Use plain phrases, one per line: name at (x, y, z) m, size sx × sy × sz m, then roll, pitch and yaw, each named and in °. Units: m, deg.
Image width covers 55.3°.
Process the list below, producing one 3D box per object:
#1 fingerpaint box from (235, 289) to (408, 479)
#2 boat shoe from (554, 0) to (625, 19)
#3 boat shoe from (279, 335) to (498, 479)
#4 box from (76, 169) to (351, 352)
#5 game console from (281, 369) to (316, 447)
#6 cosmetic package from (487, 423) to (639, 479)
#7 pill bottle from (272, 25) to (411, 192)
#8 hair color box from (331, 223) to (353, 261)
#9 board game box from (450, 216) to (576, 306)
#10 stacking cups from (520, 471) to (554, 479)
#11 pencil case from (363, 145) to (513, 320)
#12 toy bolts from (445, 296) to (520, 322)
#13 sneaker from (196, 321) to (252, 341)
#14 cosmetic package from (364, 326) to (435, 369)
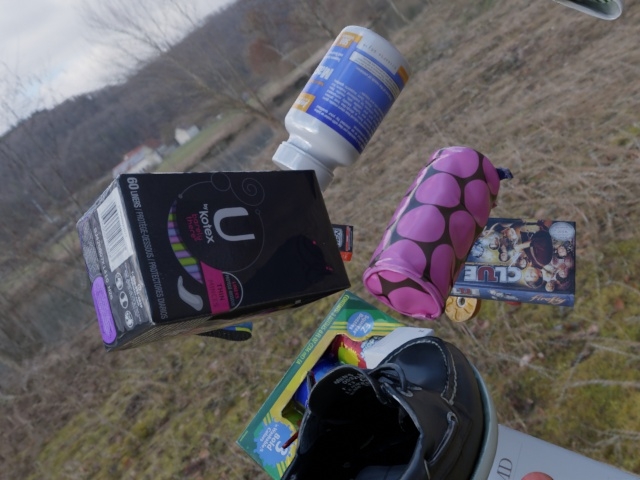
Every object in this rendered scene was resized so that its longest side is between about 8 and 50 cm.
fingerpaint box at (0.089, 0.396, 1.380) m, size 0.371 × 0.163 × 0.445 m, roll 31°, pitch 79°, yaw 35°
boat shoe at (0.324, -0.363, 0.817) m, size 0.083 × 0.226 × 0.076 m, roll 133°, pitch 145°, yaw -63°
boat shoe at (0.032, 0.143, 0.420) m, size 0.127 × 0.113 × 0.340 m, roll -22°, pitch 14°, yaw 34°
box at (-0.122, 0.017, 0.731) m, size 0.270 × 0.165 × 0.143 m, roll -8°, pitch -14°, yaw -41°
game console at (-0.043, 0.323, 1.160) m, size 0.085 × 0.124 × 0.144 m, roll -11°, pitch -19°, yaw -7°
cosmetic package at (0.504, 0.668, 1.314) m, size 0.328 × 0.393 × 0.330 m, roll 86°, pitch -153°, yaw -52°
pill bottle at (0.031, -0.228, 1.093) m, size 0.272 × 0.152 × 0.152 m, roll -57°, pitch 15°, yaw -2°
hair color box at (0.000, 0.000, 1.343) m, size 0.043 × 0.141 × 0.072 m, roll 100°, pitch 174°, yaw -60°
board game box at (0.346, 0.034, 1.143) m, size 0.243 × 0.042 × 0.165 m, roll 3°, pitch 55°, yaw 18°
stacking cups at (0.332, 0.409, 0.848) m, size 0.096 × 0.096 × 0.316 m, roll -33°, pitch -9°, yaw 11°
pencil case at (0.127, -0.008, 0.650) m, size 0.095 × 0.098 × 0.209 m, roll -6°, pitch 38°, yaw 46°
toy bolts at (0.328, 0.087, 1.370) m, size 0.228 × 0.158 × 0.219 m, roll 21°, pitch 97°, yaw 55°
sneaker at (-0.261, 0.187, 1.487) m, size 0.069 × 0.209 × 0.082 m, roll -41°, pitch 44°, yaw 40°
cosmetic package at (0.159, 0.282, 1.087) m, size 0.085 × 0.231 × 0.117 m, roll -2°, pitch 15°, yaw 42°
